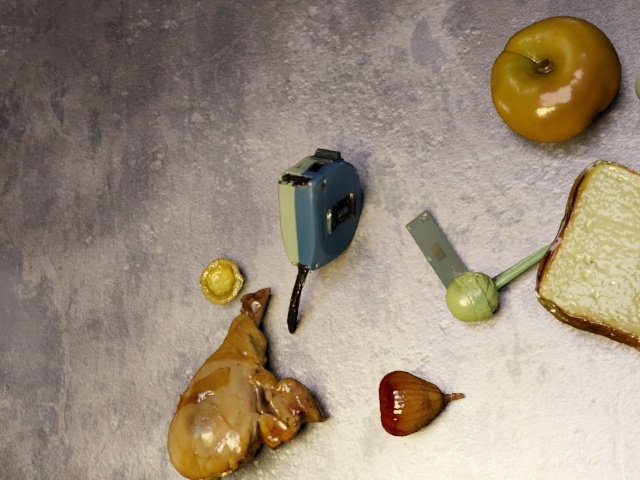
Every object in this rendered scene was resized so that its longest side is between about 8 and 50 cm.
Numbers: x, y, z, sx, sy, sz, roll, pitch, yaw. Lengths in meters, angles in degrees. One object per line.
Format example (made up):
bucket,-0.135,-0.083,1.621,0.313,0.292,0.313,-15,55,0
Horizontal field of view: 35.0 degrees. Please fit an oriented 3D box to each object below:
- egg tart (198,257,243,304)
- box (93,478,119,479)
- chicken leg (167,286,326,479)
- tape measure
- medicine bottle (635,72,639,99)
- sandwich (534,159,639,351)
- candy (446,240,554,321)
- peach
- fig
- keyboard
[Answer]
egg tart,-0.203,0.087,2.109,0.105,0.039,0.105,-8,69,21
box,-0.389,0.599,1.955,0.079,0.135,0.270,-8,69,21
chicken leg,-0.122,0.279,1.962,0.295,0.182,0.410,4,57,15
tape measure,0.000,0.000,2.003,0.097,0.215,0.352,15,123,26
medicine bottle,0.711,-0.218,1.702,0.245,0.245,0.290,-33,64,10
sandwich,0.534,0.029,1.761,0.271,0.099,0.301,22,82,23
candy,0.379,0.039,1.862,0.335,0.093,0.092,-34,105,0
peach,0.437,-0.305,1.912,0.251,0.153,0.251,-20,51,26
fig,0.169,0.290,1.856,0.119,0.152,0.119,21,116,52
keyboard,0.229,0.023,1.956,0.055,0.014,0.176,-36,62,9
